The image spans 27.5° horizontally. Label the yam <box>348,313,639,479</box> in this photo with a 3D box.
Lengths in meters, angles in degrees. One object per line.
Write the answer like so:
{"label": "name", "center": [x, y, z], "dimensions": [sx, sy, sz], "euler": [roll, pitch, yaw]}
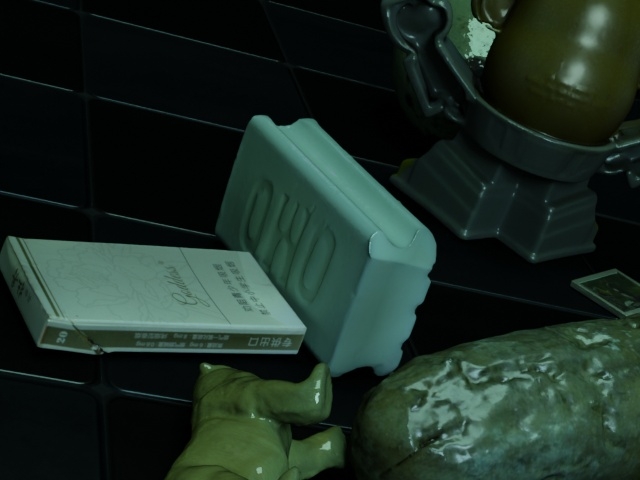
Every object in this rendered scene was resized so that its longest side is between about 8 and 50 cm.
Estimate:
{"label": "yam", "center": [0.164, 0.119, 0.869], "dimensions": [0.330, 0.133, 0.133], "euler": [-3, 33, -34]}

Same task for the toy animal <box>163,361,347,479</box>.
{"label": "toy animal", "center": [-0.043, 0.126, 0.750], "dimensions": [0.101, 0.103, 0.219], "euler": [-2, 27, 9]}

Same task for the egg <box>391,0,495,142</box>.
{"label": "egg", "center": [0.164, -0.190, 1.458], "dimensions": [0.177, 0.177, 0.228], "euler": [21, 39, 2]}

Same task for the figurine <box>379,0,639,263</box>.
{"label": "figurine", "center": [0.218, -0.134, 1.243], "dimensions": [0.342, 0.285, 0.167], "euler": [7, 29, -23]}

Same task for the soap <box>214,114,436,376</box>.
{"label": "soap", "center": [0.000, 0.000, 0.992], "dimensions": [0.066, 0.119, 0.198], "euler": [0, 31, -34]}

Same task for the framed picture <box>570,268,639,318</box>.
{"label": "framed picture", "center": [0.285, 0.050, 1.242], "dimensions": [0.066, 0.007, 0.089], "euler": [35, 28, 32]}

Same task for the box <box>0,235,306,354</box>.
{"label": "box", "center": [-0.118, 0.040, 0.925], "dimensions": [0.198, 0.029, 0.109], "euler": [4, 28, -32]}
